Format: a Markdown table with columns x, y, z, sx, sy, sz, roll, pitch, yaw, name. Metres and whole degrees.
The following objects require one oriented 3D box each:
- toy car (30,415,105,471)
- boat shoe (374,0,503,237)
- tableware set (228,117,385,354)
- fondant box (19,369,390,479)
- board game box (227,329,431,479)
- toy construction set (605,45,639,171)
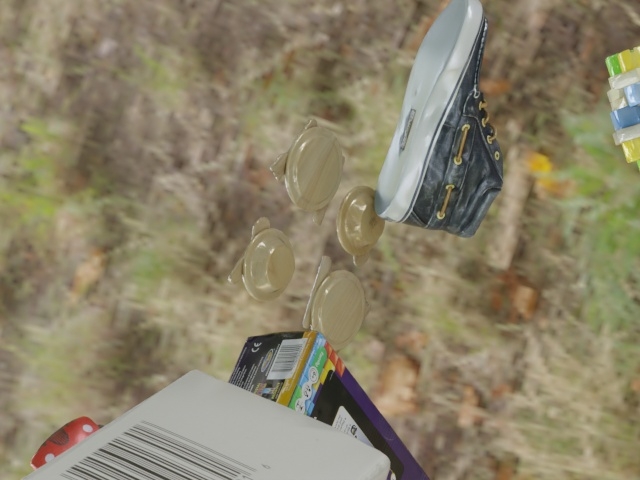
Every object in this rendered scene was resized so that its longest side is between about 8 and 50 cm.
| x | y | z | sx | sy | sz | roll | pitch | yaw | name |
| --- | --- | --- | --- | --- | --- | --- | --- | --- | --- |
| -0.101 | 0.219 | 1.329 | 0.053 | 0.225 | 0.239 | 27 | 117 | 40 | toy car |
| 0.108 | -0.093 | 1.513 | 0.065 | 0.083 | 0.183 | -131 | 58 | -66 | boat shoe |
| 0.000 | 0.000 | 1.502 | 0.020 | 0.168 | 0.141 | 9 | 67 | 39 | tableware set |
| -0.099 | 0.239 | 0.711 | 0.096 | 0.238 | 0.330 | 22 | 111 | 18 | fondant box |
| -0.012 | 0.153 | 0.956 | 0.048 | 0.141 | 0.170 | -6 | 44 | 33 | board game box |
| 0.415 | -0.147 | 1.877 | 0.215 | 0.327 | 0.151 | 141 | 127 | -80 | toy construction set |
